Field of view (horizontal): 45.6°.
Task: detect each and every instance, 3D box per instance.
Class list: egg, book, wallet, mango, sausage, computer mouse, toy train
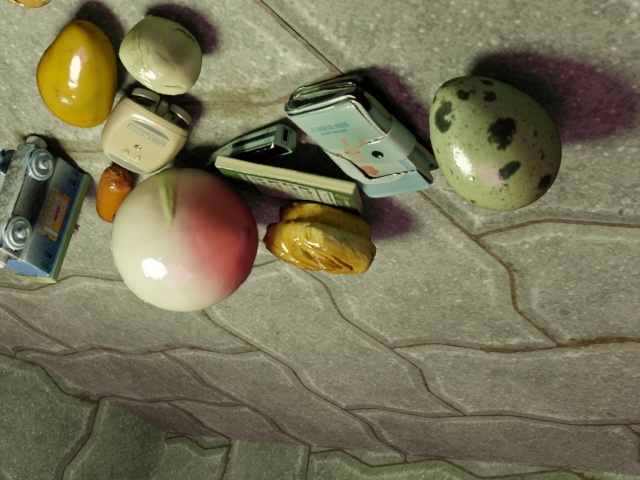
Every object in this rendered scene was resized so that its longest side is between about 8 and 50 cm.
[{"bbox_3d":[0.255,-0.148,1.133,0.228,0.177,0.177,47,143,-18],"label":"egg"},{"bbox_3d":[-0.053,-0.103,1.471,0.264,0.027,0.202,13,172,10],"label":"book"},{"bbox_3d":[0.075,-0.173,1.299,0.176,0.075,0.250,-4,146,44],"label":"wallet"},{"bbox_3d":[-0.423,-0.289,1.323,0.138,0.113,0.253,24,148,-6],"label":"mango"},{"bbox_3d":[-0.467,-0.105,1.721,0.076,0.076,0.197,22,150,-9],"label":"sausage"},{"bbox_3d":[-0.333,-0.208,1.450,0.145,0.082,0.236,28,150,-18],"label":"computer mouse"},{"bbox_3d":[-0.146,-0.172,1.449,0.055,0.048,0.251,13,166,-41],"label":"toy train"},{"bbox_3d":[-0.624,-0.064,1.658,0.131,0.300,0.202,3,157,24],"label":"toy train"}]

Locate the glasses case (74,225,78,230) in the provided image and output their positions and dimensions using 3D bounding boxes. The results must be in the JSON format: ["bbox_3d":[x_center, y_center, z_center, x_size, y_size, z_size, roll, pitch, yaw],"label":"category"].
[{"bbox_3d":[-0.670,-0.053,1.953,0.102,0.070,0.193,-2,158,-24],"label":"glasses case"}]

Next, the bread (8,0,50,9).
[{"bbox_3d":[-0.457,-0.456,1.009,0.288,0.156,0.204,26,159,-20],"label":"bread"}]

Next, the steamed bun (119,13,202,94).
[{"bbox_3d":[-0.248,-0.295,1.214,0.130,0.113,0.091,38,148,-22],"label":"steamed bun"}]

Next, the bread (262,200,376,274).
[{"bbox_3d":[0.003,0.001,1.551,0.198,0.120,0.236,23,168,-32],"label":"bread"}]

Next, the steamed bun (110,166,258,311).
[{"bbox_3d":[-0.243,-0.006,1.516,0.309,0.309,0.309,13,152,7],"label":"steamed bun"}]
